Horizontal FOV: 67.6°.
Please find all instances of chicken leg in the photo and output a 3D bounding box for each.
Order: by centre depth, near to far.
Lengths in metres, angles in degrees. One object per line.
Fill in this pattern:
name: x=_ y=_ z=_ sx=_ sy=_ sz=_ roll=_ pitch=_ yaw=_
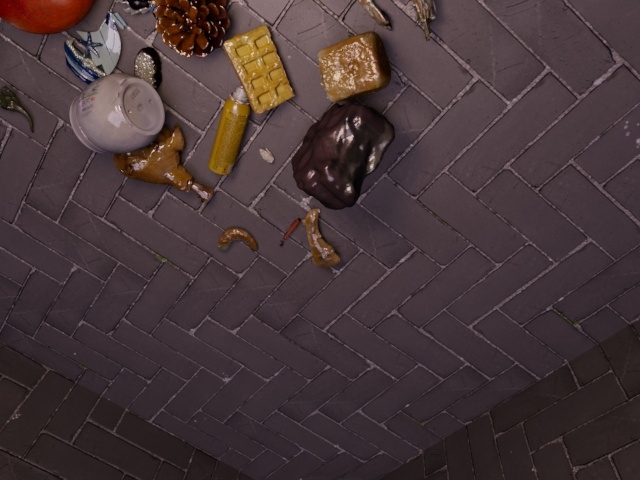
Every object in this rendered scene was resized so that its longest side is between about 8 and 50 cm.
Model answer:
chicken leg: x=-0.604 y=-0.315 z=1.935 sx=0.409 sy=0.182 sz=0.295 roll=32 pitch=104 yaw=-16

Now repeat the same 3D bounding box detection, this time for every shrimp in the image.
shrimp: x=0.255 y=-0.805 z=1.563 sx=0.247 sy=0.085 sz=0.360 roll=-25 pitch=112 yaw=31
shrimp: x=-0.373 y=0.016 z=2.166 sx=0.166 sy=0.049 sz=0.161 roll=35 pitch=118 yaw=-22

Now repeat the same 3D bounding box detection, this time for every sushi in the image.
sushi: x=-0.641 y=-0.636 z=1.777 sx=0.090 sy=0.078 sz=0.150 roll=8 pitch=128 yaw=2

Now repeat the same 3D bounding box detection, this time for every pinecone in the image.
pinecone: x=-0.434 y=-0.731 z=1.596 sx=0.264 sy=0.264 sz=0.264 roll=3 pitch=122 yaw=6

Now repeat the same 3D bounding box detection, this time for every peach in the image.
peach: x=-0.913 y=-0.830 z=1.560 sx=0.332 sy=0.308 sz=0.308 roll=-42 pitch=111 yaw=-6

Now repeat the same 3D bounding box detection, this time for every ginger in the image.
ginger: x=0.000 y=0.000 z=2.083 sx=0.131 sy=0.086 sz=0.294 roll=1 pitch=119 yaw=33

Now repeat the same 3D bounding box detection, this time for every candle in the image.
candle: x=-0.138 y=-0.037 z=2.111 sx=0.026 sy=0.021 sz=0.167 roll=46 pitch=121 yaw=10

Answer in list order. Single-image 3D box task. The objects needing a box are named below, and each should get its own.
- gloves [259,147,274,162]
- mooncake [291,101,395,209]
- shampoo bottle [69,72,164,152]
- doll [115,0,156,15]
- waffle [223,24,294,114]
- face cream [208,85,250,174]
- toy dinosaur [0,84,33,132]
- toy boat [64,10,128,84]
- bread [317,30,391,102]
gloves: x=-0.212 y=-0.342 z=1.930 sx=0.081 sy=0.037 sz=0.044 roll=34 pitch=84 yaw=-7
mooncake: x=0.058 y=-0.311 z=1.718 sx=0.212 sy=0.381 sz=0.350 roll=30 pitch=162 yaw=-27
shampoo bottle: x=-0.731 y=-0.452 z=1.728 sx=0.266 sy=0.273 sz=0.273 roll=-8 pitch=121 yaw=27
doll: x=-0.619 y=-0.832 z=1.663 sx=0.195 sy=0.070 sz=0.096 roll=3 pitch=106 yaw=-2
waffle: x=-0.219 y=-0.609 z=1.711 sx=0.168 sy=0.057 sz=0.274 roll=-30 pitch=118 yaw=-10
face cream: x=-0.346 y=-0.427 z=1.851 sx=0.105 sy=0.105 sz=0.348 roll=21 pitch=122 yaw=-5
toy dinosaur: x=-1.268 y=-0.546 z=1.953 sx=0.187 sy=0.087 sz=0.179 roll=20 pitch=160 yaw=13
toy boat: x=-0.838 y=-0.716 z=1.767 sx=0.210 sy=0.070 sz=0.291 roll=17 pitch=118 yaw=-9
bread: x=0.115 y=-0.592 z=1.649 sx=0.246 sy=0.176 sz=0.195 roll=-9 pitch=103 yaw=28
